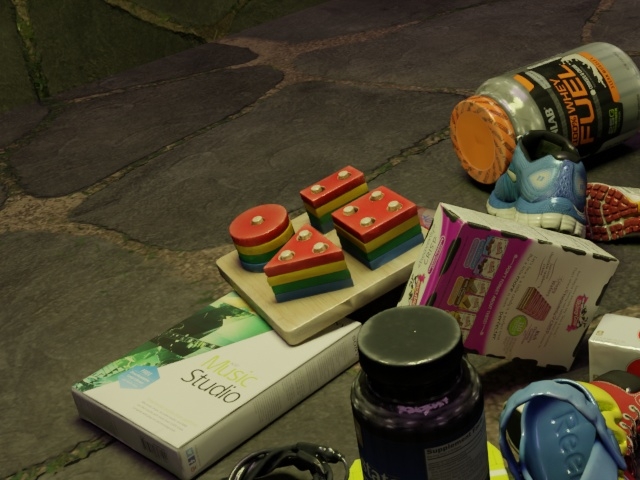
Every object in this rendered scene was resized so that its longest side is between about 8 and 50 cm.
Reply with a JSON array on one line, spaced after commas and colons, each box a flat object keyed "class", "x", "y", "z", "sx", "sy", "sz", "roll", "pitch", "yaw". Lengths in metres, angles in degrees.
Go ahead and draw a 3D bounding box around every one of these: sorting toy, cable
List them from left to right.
[{"class": "cable", "x": -0.054, "y": 0.279, "z": 1.085, "sx": 0.184, "sy": 0.047, "sz": 0.150, "roll": -5, "pitch": 38, "yaw": 54}, {"class": "sorting toy", "x": 0.000, "y": 0.000, "z": 1.425, "sx": 0.255, "sy": 0.089, "sz": 0.257, "roll": -29, "pitch": 32, "yaw": -16}]

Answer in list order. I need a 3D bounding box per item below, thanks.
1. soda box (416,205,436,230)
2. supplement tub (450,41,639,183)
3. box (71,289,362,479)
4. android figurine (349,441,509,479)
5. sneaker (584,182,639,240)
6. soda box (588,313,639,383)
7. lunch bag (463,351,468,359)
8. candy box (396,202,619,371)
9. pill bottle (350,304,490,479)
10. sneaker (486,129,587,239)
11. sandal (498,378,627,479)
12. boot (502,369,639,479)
[{"class": "soda box", "x": 0.183, "y": 0.018, "z": 1.492, "sx": 0.263, "sy": 0.092, "sz": 0.083, "roll": 16, "pitch": 38, "yaw": 41}, {"class": "supplement tub", "x": 0.398, "y": -0.219, "z": 1.779, "sx": 0.316, "sy": 0.194, "sz": 0.193, "roll": -23, "pitch": 29, "yaw": -23}, {"class": "box", "x": -0.130, "y": 0.170, "z": 1.334, "sx": 0.232, "sy": 0.058, "sz": 0.322, "roll": 17, "pitch": 35, "yaw": 42}, {"class": "android figurine", "x": 0.115, "y": 0.288, "z": 1.018, "sx": 0.248, "sy": 0.056, "sz": 0.273, "roll": -10, "pitch": 27, "yaw": 0}, {"class": "sneaker", "x": 0.480, "y": -0.039, "z": 1.538, "sx": 0.225, "sy": 0.088, "sz": 0.092, "roll": 14, "pitch": 14, "yaw": 38}, {"class": "soda box", "x": 0.426, "y": 0.147, "z": 1.173, "sx": 0.216, "sy": 0.074, "sz": 0.069, "roll": 8, "pitch": 31, "yaw": 31}, {"class": "lunch bag", "x": 0.157, "y": 0.174, "z": 1.214, "sx": 0.053, "sy": 0.071, "sz": 0.083, "roll": -1, "pitch": 29, "yaw": 26}, {"class": "candy box", "x": 0.224, "y": 0.059, "z": 1.220, "sx": 0.233, "sy": 0.159, "sz": 0.071, "roll": 14, "pitch": 18, "yaw": -25}, {"class": "pill bottle", "x": 0.093, "y": 0.175, "z": 0.942, "sx": 0.122, "sy": 0.219, "sz": 0.123, "roll": -8, "pitch": 29, "yaw": 4}, {"class": "sneaker", "x": 0.337, "y": -0.088, "z": 1.513, "sx": 0.129, "sy": 0.147, "sz": 0.330, "roll": 11, "pitch": 5, "yaw": -3}, {"class": "sandal", "x": 0.230, "y": 0.247, "z": 0.882, "sx": 0.126, "sy": 0.138, "sz": 0.317, "roll": -32, "pitch": 48, "yaw": 17}, {"class": "boot", "x": 0.325, "y": 0.214, "z": 1.066, "sx": 0.176, "sy": 0.088, "sz": 0.244, "roll": -14, "pitch": 23, "yaw": -13}]
